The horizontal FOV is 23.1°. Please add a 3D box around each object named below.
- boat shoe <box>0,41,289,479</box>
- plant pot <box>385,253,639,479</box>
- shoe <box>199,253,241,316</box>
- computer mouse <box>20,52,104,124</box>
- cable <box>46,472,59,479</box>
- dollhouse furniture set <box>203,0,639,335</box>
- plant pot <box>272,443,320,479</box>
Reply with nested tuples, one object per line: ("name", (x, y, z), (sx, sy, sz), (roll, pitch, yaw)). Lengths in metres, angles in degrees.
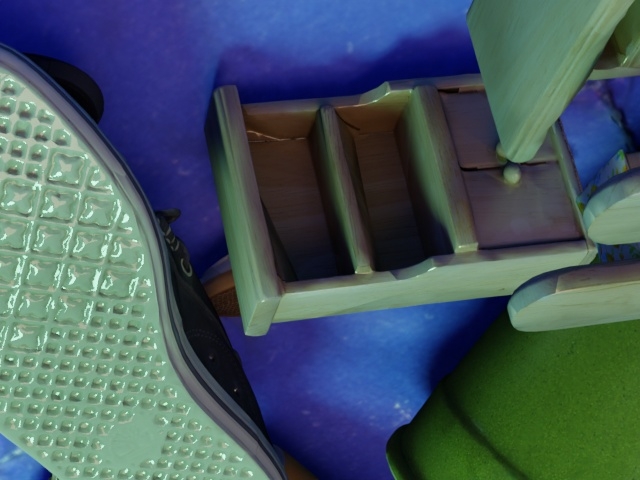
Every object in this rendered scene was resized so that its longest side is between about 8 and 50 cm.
("boat shoe", (-0.171, 0.051, 1.117), (0.187, 0.156, 0.500), (-27, 129, 2))
("plant pot", (0.298, 0.112, 1.246), (0.366, 0.366, 0.353), (23, 104, -30))
("shoe", (0.000, 0.000, 1.234), (0.219, 0.058, 0.076), (-22, 149, 3))
("computer mouse", (-0.291, -0.078, 1.073), (0.262, 0.060, 0.184), (-33, 140, 19))
("cable", (-0.184, 0.167, 1.280), (0.139, 0.072, 0.287), (-6, 126, -19))
("dollhouse furniture set", (0.087, -0.107, 1.005), (0.256, 0.362, 0.394), (-7, 156, -15))
("plant pot", (-0.034, 0.283, 1.346), (0.205, 0.205, 0.188), (-31, 112, 6))
